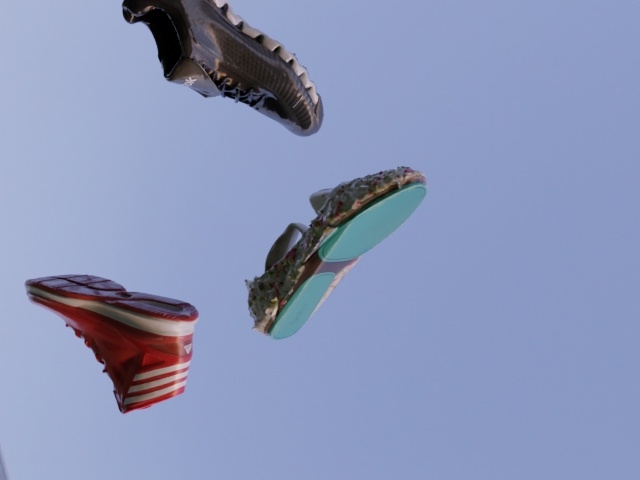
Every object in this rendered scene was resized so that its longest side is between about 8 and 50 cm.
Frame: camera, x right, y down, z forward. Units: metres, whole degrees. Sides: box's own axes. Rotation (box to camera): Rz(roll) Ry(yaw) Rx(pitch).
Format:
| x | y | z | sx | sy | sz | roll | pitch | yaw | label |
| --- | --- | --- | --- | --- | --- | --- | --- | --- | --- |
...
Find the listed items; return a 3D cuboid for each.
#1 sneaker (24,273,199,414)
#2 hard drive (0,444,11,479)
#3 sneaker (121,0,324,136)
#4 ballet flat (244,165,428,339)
| x | y | z | sx | sy | sz | roll | pitch | yaw | label |
| --- | --- | --- | --- | --- | --- | --- | --- | --- | --- |
| -0.230 | 0.112 | 0.836 | 0.221 | 0.087 | 0.128 | 12 | -81 | 32 | sneaker |
| -0.354 | 0.399 | 0.922 | 0.353 | 0.047 | 0.233 | 18 | -62 | 62 | hard drive |
| -0.097 | -0.169 | 0.763 | 0.078 | 0.234 | 0.106 | -9 | -140 | 56 | sneaker |
| 0.000 | 0.000 | 0.765 | 0.241 | 0.091 | 0.077 | -47 | -121 | 26 | ballet flat |
